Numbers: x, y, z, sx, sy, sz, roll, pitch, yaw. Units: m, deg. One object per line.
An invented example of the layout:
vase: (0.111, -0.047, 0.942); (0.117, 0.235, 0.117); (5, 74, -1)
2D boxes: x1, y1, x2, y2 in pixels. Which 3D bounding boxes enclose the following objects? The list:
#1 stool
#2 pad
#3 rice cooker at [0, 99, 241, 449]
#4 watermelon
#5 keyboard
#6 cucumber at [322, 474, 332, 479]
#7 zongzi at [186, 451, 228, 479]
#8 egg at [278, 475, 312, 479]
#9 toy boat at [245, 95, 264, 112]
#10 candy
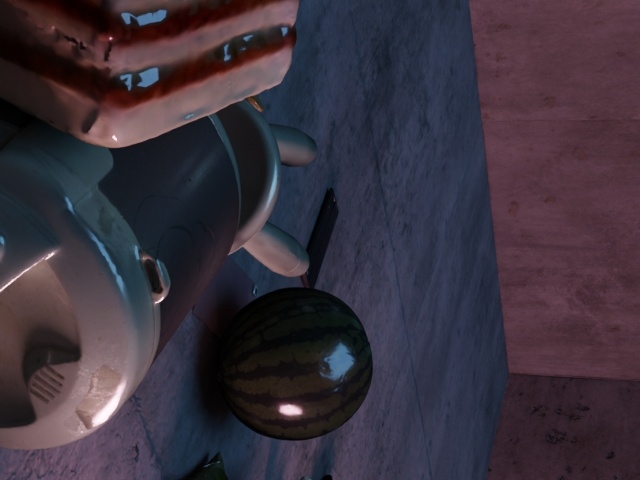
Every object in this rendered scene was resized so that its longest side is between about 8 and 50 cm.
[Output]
stool: (-0.116, -0.054, 1.274); (0.199, 0.195, 0.195); (39, 54, -72)
pad: (-0.128, 0.080, 1.523); (0.188, 0.006, 0.113); (54, 42, -60)
rice cooker: (-0.224, -0.004, 0.846); (0.277, 0.289, 0.288); (-60, 146, -53)
watermelon: (-0.037, 0.166, 1.486); (0.212, 0.212, 0.212); (1, 90, -71)
keyboard: (0.000, 0.000, 1.881); (0.067, 0.011, 0.202); (75, 25, -44)
cucumber: (0.007, 0.438, 1.894); (0.135, 0.034, 0.033); (-35, 119, -67)
zongzi: (-0.153, 0.306, 1.405); (0.109, 0.055, 0.119); (61, 24, -53)
egg: (-0.050, 0.444, 1.482); (0.201, 0.201, 0.244); (13, 89, -71)
toy boat: (-0.135, -0.244, 1.310); (0.310, 0.115, 0.089); (70, 28, -46)
candy: (-0.187, -0.188, 0.762); (0.179, 0.321, 0.135); (-36, 145, -45)
